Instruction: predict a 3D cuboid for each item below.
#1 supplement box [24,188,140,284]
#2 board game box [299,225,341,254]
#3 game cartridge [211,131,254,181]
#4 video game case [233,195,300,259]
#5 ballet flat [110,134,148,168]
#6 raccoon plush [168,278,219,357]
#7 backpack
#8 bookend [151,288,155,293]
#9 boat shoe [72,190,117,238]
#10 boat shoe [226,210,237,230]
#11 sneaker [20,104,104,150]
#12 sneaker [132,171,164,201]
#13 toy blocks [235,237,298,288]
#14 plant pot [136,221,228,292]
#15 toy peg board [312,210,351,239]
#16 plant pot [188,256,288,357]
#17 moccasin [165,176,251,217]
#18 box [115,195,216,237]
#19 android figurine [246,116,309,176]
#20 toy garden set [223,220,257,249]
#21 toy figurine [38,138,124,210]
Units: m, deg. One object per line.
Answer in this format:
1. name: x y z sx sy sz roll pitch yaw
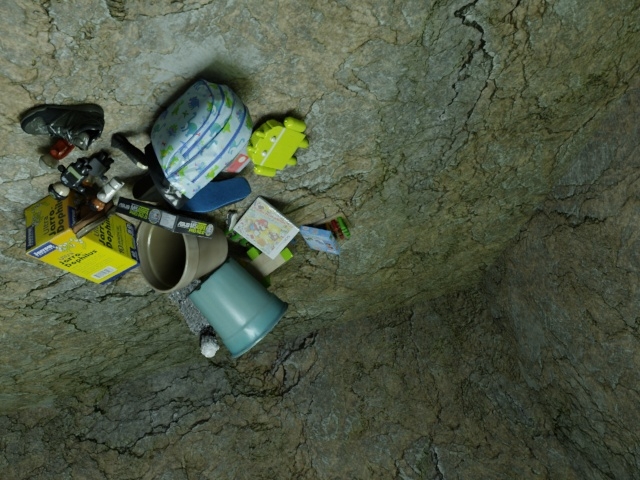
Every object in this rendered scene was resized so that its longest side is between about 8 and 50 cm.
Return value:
1. supplement box: -0.865 -0.006 1.855 0.195 0.194 0.356 -27 151 11
2. board game box: 0.000 0.000 2.498 0.160 0.039 0.211 12 159 21
3. game cartridge: -0.365 -0.301 1.830 0.196 0.060 0.294 18 133 -43
4. video game case: -0.235 -0.052 2.194 0.227 0.026 0.206 39 118 -9
5. ballet flat: -0.604 -0.276 1.606 0.049 0.173 0.057 -58 157 19
6. raccoon plush: -0.581 0.305 2.345 0.216 0.446 0.299 -44 116 -6
7. backpack: -0.379 -0.322 1.571 0.355 0.290 0.273 -28 136 0
8. bookend: -0.688 0.142 2.259 0.156 0.157 0.072 -9 149 -19
9. boat shoe: -0.777 -0.091 1.690 0.111 0.307 0.104 -33 107 0
10. boat shoe: -0.391 -0.085 2.190 0.046 0.038 0.125 -54 175 -32
11. sneaker: -0.748 -0.324 1.466 0.227 0.130 0.087 -8 147 -19
12. sneaker: -0.537 -0.224 1.811 0.290 0.106 0.123 -25 158 27
13. toy blocks: -0.237 0.098 2.434 0.381 0.191 0.261 -37 179 27
14. plant pot: -0.544 0.032 2.065 0.323 0.323 0.280 -41 162 31
15. toy peg board: 0.069 -0.049 2.505 0.160 0.079 0.161 -26 150 8
16. plant pot: -0.377 0.276 2.221 0.341 0.334 0.341 -41 -172 7
17. moccasin: -0.407 -0.147 1.831 0.342 0.138 0.117 -10 173 -43
18. box: -0.540 -0.080 1.768 0.216 0.270 0.060 13 94 -66
19. android figurine: -0.158 -0.342 1.825 0.248 0.056 0.273 -52 153 21
20. toy garden set: -0.299 -0.029 2.332 0.204 0.049 0.244 -31 150 17
21. toy figurine: -0.749 -0.204 1.581 0.148 0.213 0.209 -43 150 8
